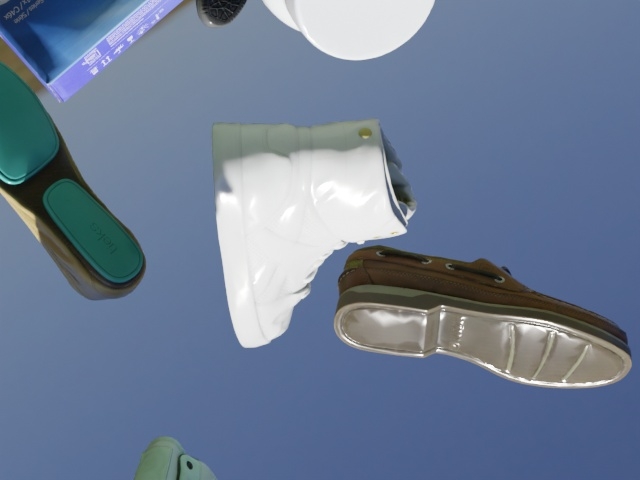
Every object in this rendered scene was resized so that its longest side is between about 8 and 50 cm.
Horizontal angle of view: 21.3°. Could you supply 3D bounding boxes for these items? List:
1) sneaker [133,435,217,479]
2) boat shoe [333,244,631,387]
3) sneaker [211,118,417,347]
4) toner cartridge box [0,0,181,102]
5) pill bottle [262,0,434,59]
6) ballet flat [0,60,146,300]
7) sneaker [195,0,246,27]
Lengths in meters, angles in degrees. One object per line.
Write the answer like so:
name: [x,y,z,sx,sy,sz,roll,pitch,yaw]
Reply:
sneaker: [-0.163,0.233,1.399,0.094,0.151,0.256,-11,160,23]
boat shoe: [0.170,0.066,1.737,0.110,0.307,0.104,107,-5,-47]
sneaker: [0.000,0.000,1.463,0.169,0.108,0.292,-5,149,-1]
toner cartridge box: [-0.196,-0.320,1.765,0.348,0.165,0.075,-42,170,-4]
pill bottle: [-0.003,-0.368,2.022,0.204,0.204,0.361,-32,-144,0]
ballet flat: [-0.233,-0.044,1.378,0.080,0.232,0.073,-36,-177,-33]
sneaker: [-0.104,-0.281,1.644,0.089,0.051,0.170,-6,-109,56]
